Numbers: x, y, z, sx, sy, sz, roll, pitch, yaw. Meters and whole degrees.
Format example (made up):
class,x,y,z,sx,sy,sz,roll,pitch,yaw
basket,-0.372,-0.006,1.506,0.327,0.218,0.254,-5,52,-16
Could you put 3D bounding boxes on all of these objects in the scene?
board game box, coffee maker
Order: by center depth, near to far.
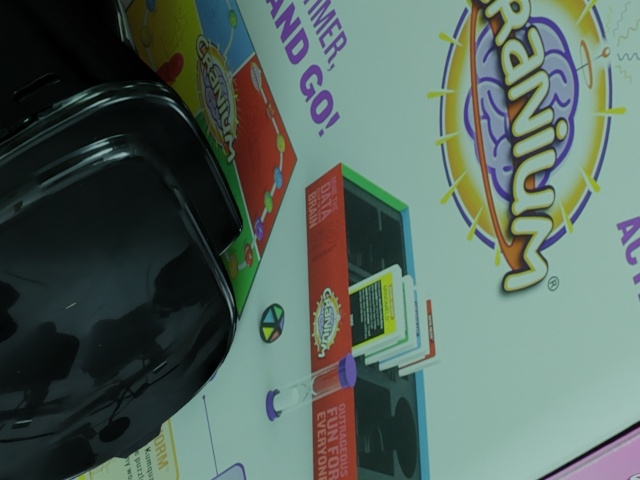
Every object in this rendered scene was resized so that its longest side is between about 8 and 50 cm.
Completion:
class,x,y,z,sx,sy,sz,roll,pitch,yaw
coffee maker,-0.117,-0.038,0.494,0.120,0.178,0.171,-50,140,7
board game box,0.000,0.000,0.539,0.064,0.242,0.316,15,141,-39
